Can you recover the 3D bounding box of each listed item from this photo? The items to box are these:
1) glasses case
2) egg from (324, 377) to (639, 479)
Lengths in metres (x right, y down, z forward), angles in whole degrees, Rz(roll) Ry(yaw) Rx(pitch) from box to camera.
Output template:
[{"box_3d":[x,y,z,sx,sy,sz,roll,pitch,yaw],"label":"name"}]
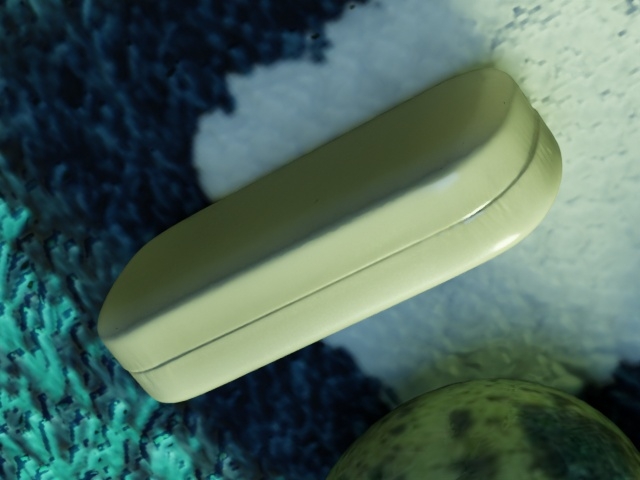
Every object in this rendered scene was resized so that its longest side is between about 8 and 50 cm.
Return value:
[{"box_3d":[0.000,0.000,0.575,0.196,0.083,0.050,-26,111,27],"label":"glasses case"},{"box_3d":[0.060,0.136,0.610,0.141,0.141,0.181,39,130,-11],"label":"egg"}]
